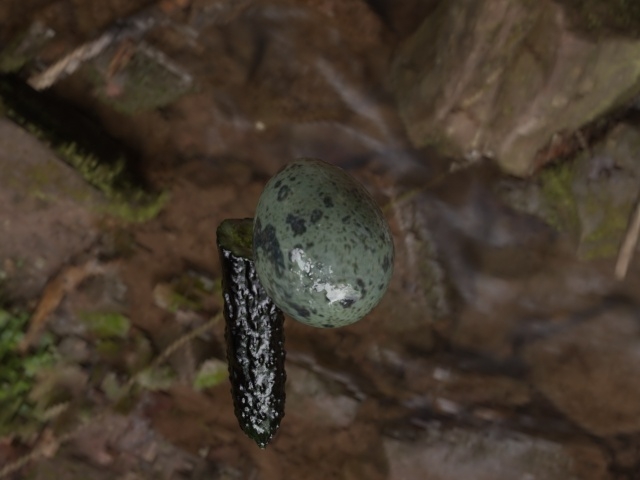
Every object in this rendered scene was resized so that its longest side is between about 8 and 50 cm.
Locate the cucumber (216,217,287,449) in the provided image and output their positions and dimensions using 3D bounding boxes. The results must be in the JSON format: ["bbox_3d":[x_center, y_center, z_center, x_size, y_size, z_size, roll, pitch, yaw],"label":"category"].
[{"bbox_3d":[-0.074,0.109,1.614,0.072,0.072,0.300,10,126,15],"label":"cucumber"}]

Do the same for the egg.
[{"bbox_3d":[0.000,0.000,1.382,0.132,0.172,0.132,-13,154,-7],"label":"egg"}]
